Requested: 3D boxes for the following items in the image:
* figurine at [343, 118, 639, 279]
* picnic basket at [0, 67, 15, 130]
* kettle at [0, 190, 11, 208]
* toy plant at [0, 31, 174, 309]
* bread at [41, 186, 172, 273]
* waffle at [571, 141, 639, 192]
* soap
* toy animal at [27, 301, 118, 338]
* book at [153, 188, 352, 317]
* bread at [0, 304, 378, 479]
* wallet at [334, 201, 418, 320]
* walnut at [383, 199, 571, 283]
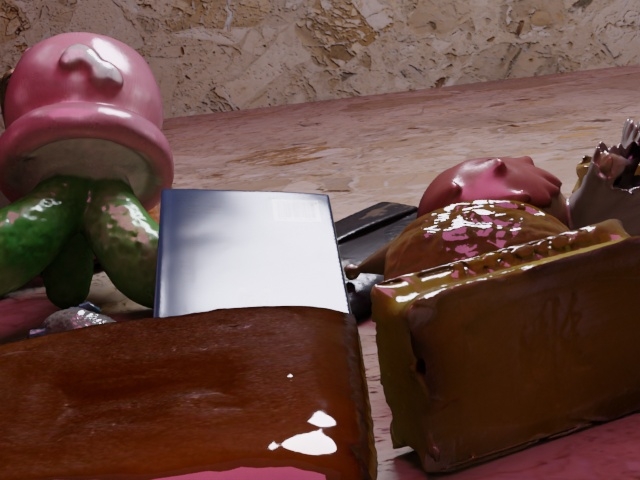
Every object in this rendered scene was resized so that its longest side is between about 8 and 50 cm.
[{"bbox_3d":[0.211,-0.014,1.205,0.386,0.166,0.207,-16,-6,1],"label":"figurine"},{"bbox_3d":[-0.355,-0.155,1.609,0.115,0.164,0.079,-16,13,-28],"label":"picnic basket"},{"bbox_3d":[-0.536,-0.056,1.618,0.205,0.265,0.318,-13,11,-34],"label":"kettle"},{"bbox_3d":[-0.302,-0.067,1.416,0.316,0.356,0.211,6,-31,-17],"label":"toy plant"},{"bbox_3d":[-0.305,-0.040,1.708,0.244,0.123,0.190,-16,14,-36],"label":"bread"},{"bbox_3d":[0.496,-0.084,1.422,0.376,0.114,0.261,-20,18,-40],"label":"waffle"},{"bbox_3d":[0.157,0.074,0.898,0.233,0.135,0.076,-14,14,-24],"label":"soap"},{"bbox_3d":[-0.177,0.105,1.100,0.252,0.079,0.070,2,38,42],"label":"toy animal"},{"bbox_3d":[-0.072,0.022,1.240,0.190,0.025,0.269,2,31,-7],"label":"book"},{"bbox_3d":[-0.126,0.150,0.737,0.323,0.143,0.333,-7,12,1],"label":"bread"},{"bbox_3d":[0.033,0.024,1.333,0.170,0.044,0.321,22,29,35],"label":"wallet"},{"bbox_3d":[0.147,0.037,1.044,0.184,0.156,0.155,-3,14,12],"label":"walnut"}]
